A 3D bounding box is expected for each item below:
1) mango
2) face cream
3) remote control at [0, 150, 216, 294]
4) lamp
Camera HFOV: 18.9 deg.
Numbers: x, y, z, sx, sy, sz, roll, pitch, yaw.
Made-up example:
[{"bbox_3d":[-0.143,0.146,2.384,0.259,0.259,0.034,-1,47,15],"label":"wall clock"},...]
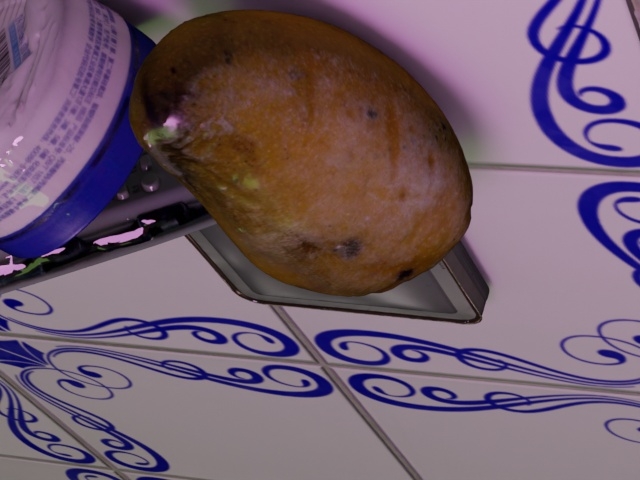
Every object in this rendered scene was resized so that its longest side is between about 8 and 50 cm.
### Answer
[{"bbox_3d":[-0.016,-0.073,1.466,0.176,0.176,0.329,-21,136,35],"label":"mango"},{"bbox_3d":[-0.225,-0.098,1.487,0.111,0.206,0.206,32,151,-33],"label":"face cream"},{"bbox_3d":[-0.190,-0.026,1.596,0.296,0.140,0.056,-18,119,-1],"label":"remote control"},{"bbox_3d":[0.000,0.000,1.788,0.267,0.047,0.269,3,155,23],"label":"lamp"}]
